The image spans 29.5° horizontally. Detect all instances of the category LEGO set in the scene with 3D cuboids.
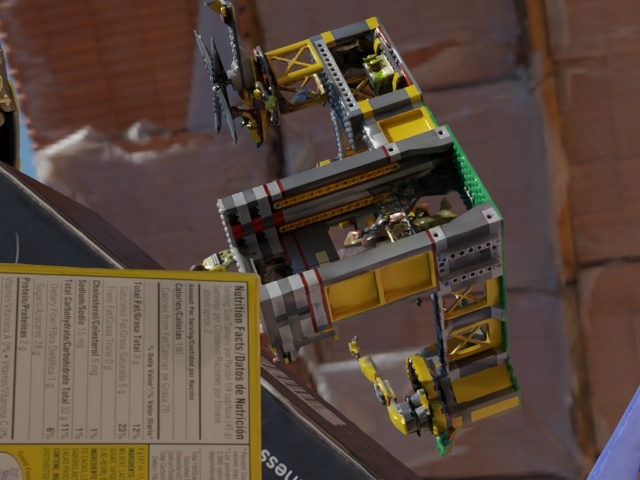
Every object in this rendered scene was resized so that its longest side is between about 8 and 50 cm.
[{"bbox_3d":[0.000,0.000,0.883,0.255,0.192,0.331,80,170,-56],"label":"LEGO set"}]

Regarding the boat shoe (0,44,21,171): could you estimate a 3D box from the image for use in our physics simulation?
[{"bbox_3d":[-0.354,-0.135,1.230,0.109,0.091,0.305,-38,-26,-37],"label":"boat shoe"}]

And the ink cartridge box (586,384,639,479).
[{"bbox_3d":[0.338,0.218,0.703,0.270,0.395,0.151,-56,14,-17],"label":"ink cartridge box"}]

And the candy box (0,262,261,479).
[{"bbox_3d":[-0.073,0.111,0.421,0.027,0.105,0.206,140,131,-66],"label":"candy box"}]

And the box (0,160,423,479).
[{"bbox_3d":[-0.200,0.274,0.981,0.472,0.480,0.297,-51,-10,-2],"label":"box"}]
